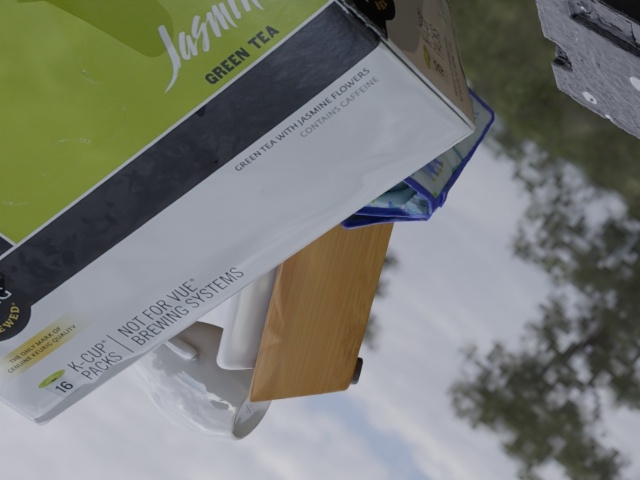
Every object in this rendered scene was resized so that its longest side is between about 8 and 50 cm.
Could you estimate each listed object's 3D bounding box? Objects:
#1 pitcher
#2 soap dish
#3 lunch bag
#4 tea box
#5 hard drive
[{"bbox_3d":[-0.163,0.134,1.956,0.207,0.125,0.178,30,163,22],"label":"pitcher"},{"bbox_3d":[0.000,0.000,1.468,0.118,0.229,0.291,14,-169,0],"label":"soap dish"},{"bbox_3d":[0.036,-0.079,1.226,0.151,0.096,0.129,20,-136,15],"label":"lunch bag"},{"bbox_3d":[-0.150,-0.126,0.923,0.323,0.329,0.220,40,-152,-33],"label":"tea box"},{"bbox_3d":[0.347,-0.137,1.543,0.339,0.064,0.237,37,169,29],"label":"hard drive"}]
